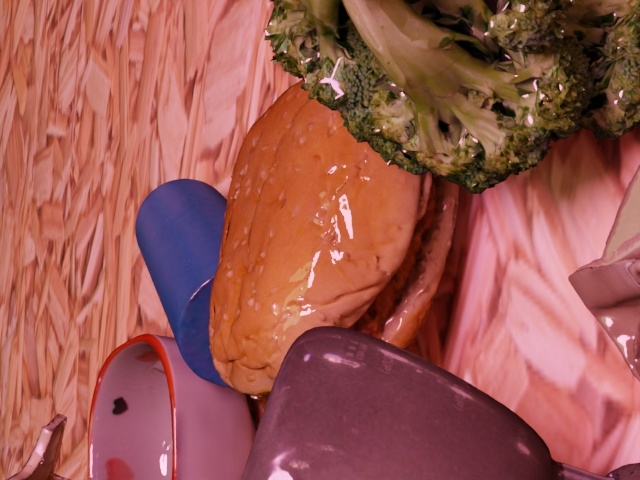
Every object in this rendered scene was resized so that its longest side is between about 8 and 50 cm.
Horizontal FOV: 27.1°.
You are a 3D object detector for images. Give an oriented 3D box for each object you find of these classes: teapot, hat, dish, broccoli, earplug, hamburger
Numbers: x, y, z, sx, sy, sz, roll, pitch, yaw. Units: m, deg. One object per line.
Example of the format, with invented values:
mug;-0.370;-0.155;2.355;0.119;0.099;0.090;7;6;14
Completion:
teapot;0.092;0.180;0.768;0.305;0.285;0.223;101;-174;-73
hat;0.237;0.015;0.767;0.173;0.144;0.166;-40;15;10
dish;-0.142;0.218;1.342;0.256;0.117;0.256;-16;71;59
broccoli;0.094;-0.183;0.870;0.308;0.275;0.307;-6;77;28
earplug;-0.113;0.022;1.333;0.273;0.132;0.132;51;127;57
hamburger;0.001;-0.001;1.077;0.259;0.145;0.283;-20;59;56

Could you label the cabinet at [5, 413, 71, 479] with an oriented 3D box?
cabinet;-0.184;0.368;1.135;0.227;0.290;0.318;-51;-19;-67
